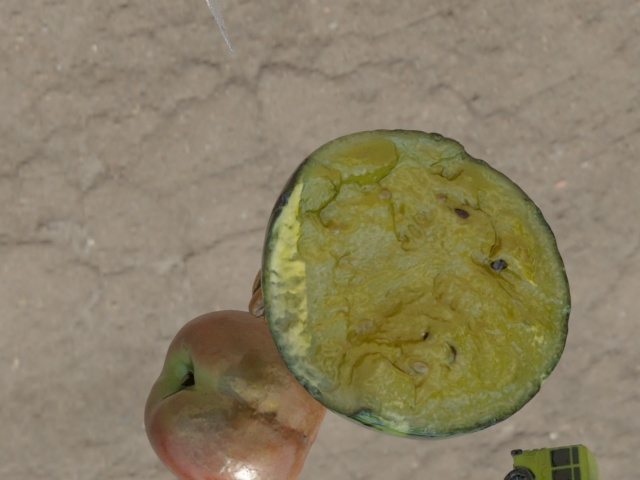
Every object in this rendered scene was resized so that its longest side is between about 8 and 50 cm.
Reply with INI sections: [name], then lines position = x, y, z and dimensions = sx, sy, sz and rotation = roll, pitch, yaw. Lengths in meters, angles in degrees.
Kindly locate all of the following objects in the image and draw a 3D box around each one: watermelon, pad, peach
[watermelon]
position = 0.081, 0.054, 1.406
dimensions = 0.330, 0.331, 0.189
rotation = 10, 159, -25
[pad]
position = -0.150, -0.343, 1.606
dimensions = 0.004, 0.232, 0.156
rotation = -23, 132, 4
[peach]
position = -0.108, 0.223, 1.800
dimensions = 0.252, 0.252, 0.252
rotation = -8, 138, -7

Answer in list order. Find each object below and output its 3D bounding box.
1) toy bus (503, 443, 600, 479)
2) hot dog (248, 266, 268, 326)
[toy bus]
position = 0.367, 0.454, 2.041
dimensions = 0.150, 0.262, 0.128
rotation = -11, 146, 18
[hot dog]
position = 0.000, 0.000, 1.570
dimensions = 0.068, 0.100, 0.249
rotation = 23, 113, -45
